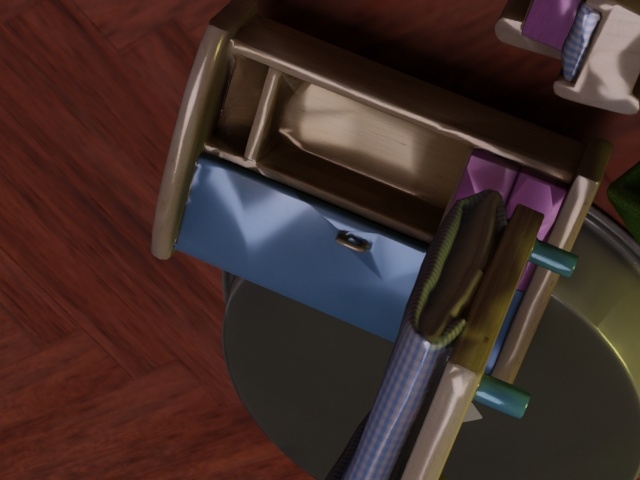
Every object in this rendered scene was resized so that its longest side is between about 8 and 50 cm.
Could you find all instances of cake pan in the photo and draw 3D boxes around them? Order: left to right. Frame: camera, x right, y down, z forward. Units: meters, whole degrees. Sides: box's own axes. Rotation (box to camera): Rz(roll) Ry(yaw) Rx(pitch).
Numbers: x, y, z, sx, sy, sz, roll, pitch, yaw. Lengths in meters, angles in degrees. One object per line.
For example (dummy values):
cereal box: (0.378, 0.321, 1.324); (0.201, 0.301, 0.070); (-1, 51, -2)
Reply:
cake pan: (0.069, 0.074, 0.867); (0.293, 0.054, 0.293); (14, 136, 14)

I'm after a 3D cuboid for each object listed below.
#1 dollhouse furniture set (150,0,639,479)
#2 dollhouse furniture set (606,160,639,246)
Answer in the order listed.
dollhouse furniture set: (0.000, 0.000, 0.603); (0.198, 0.303, 0.286); (22, 122, 7)
dollhouse furniture set: (0.310, -0.021, 0.601); (0.301, 0.151, 0.197); (-38, 112, 3)
